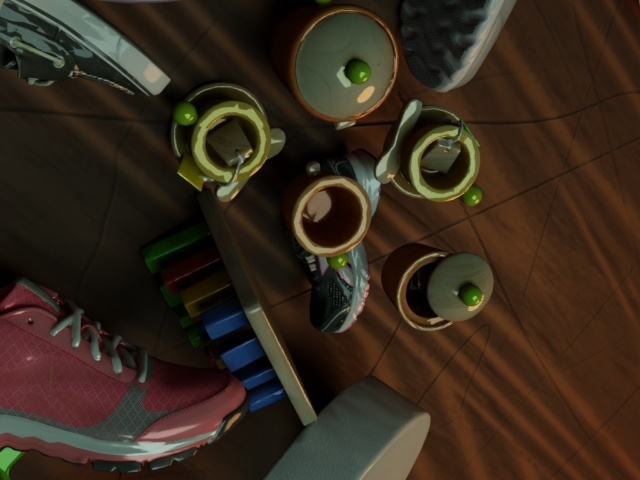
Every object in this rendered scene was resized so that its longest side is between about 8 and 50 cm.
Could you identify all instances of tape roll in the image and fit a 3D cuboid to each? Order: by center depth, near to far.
[{"bbox_3d":[-0.032,0.306,1.368,0.392,0.072,0.392,-52,166,-18],"label":"tape roll"}]

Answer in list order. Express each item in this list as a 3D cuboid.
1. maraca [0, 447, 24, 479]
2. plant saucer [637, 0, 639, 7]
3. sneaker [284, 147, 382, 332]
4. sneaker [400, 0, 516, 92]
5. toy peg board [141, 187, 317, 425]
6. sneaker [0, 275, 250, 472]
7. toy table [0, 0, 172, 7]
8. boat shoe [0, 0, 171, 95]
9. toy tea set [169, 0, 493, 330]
[{"bbox_3d":[-0.313,0.222,1.208,0.127,0.099,0.185,19,85,-32],"label":"maraca"},{"bbox_3d":[0.377,-0.295,1.420,0.199,0.036,0.198,-20,131,-26],"label":"plant saucer"},{"bbox_3d":[0.000,0.000,1.323,0.077,0.072,0.178,-4,112,-25],"label":"sneaker"},{"bbox_3d":[0.165,-0.252,1.237,0.115,0.105,0.281,4,118,-44],"label":"sneaker"},{"bbox_3d":[-0.083,0.071,1.243,0.079,0.160,0.161,-25,134,-1],"label":"toy peg board"},{"bbox_3d":[-0.208,0.098,1.134,0.314,0.116,0.136,3,106,-10],"label":"sneaker"},{"bbox_3d":[-0.172,-0.238,0.896,0.274,0.161,0.252,31,83,-23],"label":"toy table"},{"bbox_3d":[-0.207,-0.153,1.045,0.219,0.078,0.070,31,97,-38],"label":"boat shoe"},{"bbox_3d":[0.046,-0.055,1.210,0.336,0.124,0.200,37,91,-27],"label":"toy tea set"}]
